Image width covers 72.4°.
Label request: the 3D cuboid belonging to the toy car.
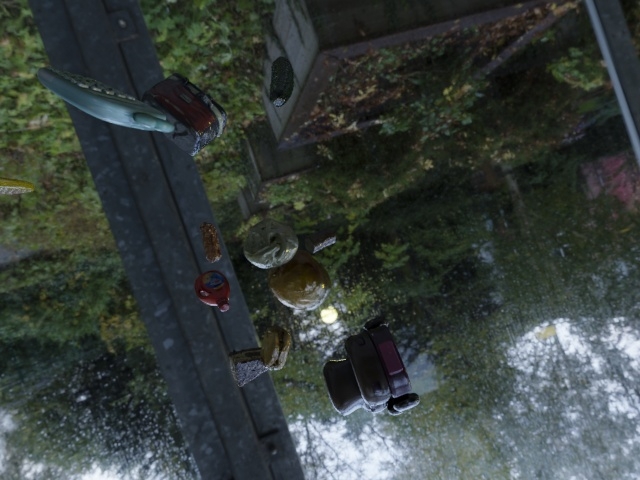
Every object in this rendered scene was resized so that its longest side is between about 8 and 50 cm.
[{"bbox_3d":[0.131,0.400,1.310,0.240,0.271,0.340,-17,153,-6],"label":"toy car"}]

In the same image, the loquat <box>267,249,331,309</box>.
[{"bbox_3d":[-0.097,0.188,1.993,0.276,0.276,0.284,-19,137,34],"label":"loquat"}]

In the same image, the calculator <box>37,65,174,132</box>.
[{"bbox_3d":[-0.413,-0.269,0.849,0.184,0.295,0.042,-12,129,-66],"label":"calculator"}]

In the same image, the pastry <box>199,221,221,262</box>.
[{"bbox_3d":[-0.444,0.004,1.783,0.087,0.169,0.063,-7,-177,41],"label":"pastry"}]

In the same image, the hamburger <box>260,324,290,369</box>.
[{"bbox_3d":[-0.162,0.380,1.552,0.083,0.147,0.138,16,178,-24],"label":"hamburger"}]

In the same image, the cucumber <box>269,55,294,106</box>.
[{"bbox_3d":[-0.102,-0.413,1.155,0.067,0.067,0.293,-20,-143,11],"label":"cucumber"}]

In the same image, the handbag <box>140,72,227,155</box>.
[{"bbox_3d":[-0.447,-0.431,1.457,0.181,0.254,0.181,-53,-179,-34],"label":"handbag"}]

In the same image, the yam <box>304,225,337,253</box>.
[{"bbox_3d":[-0.001,-0.003,1.862,0.127,0.084,0.084,-24,-177,-30],"label":"yam"}]

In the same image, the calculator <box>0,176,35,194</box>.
[{"bbox_3d":[-0.848,-0.139,1.104,0.146,0.032,0.235,-4,180,17],"label":"calculator"}]

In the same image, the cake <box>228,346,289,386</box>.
[{"bbox_3d":[-0.266,0.536,1.873,0.246,0.135,0.112,-1,-165,-27],"label":"cake"}]

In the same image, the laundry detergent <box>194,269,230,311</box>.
[{"bbox_3d":[-0.306,0.150,1.262,0.097,0.049,0.165,-22,-144,-17],"label":"laundry detergent"}]

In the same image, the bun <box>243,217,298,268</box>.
[{"bbox_3d":[-0.218,0.009,1.862,0.237,0.210,0.116,-22,166,-4],"label":"bun"}]
